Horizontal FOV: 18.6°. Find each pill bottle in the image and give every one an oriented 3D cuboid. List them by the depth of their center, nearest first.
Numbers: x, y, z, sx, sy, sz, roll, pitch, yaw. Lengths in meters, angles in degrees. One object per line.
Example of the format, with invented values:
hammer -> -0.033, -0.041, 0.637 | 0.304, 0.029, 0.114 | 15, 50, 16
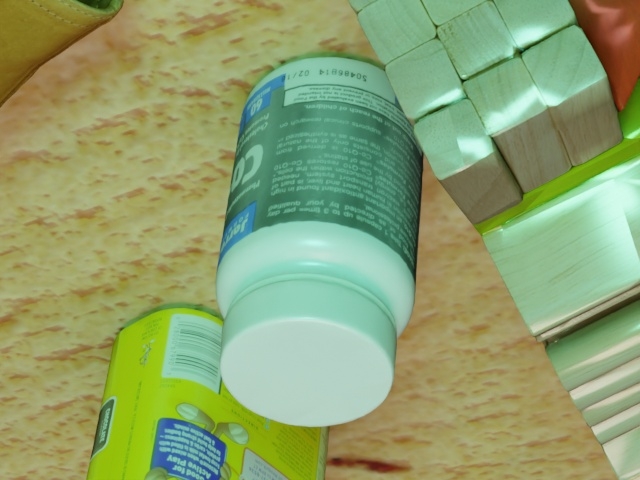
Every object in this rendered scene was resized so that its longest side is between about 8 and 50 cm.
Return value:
pill bottle -> 0.000, 0.000, 0.765 | 0.078, 0.137, 0.078 | 3, 137, 3

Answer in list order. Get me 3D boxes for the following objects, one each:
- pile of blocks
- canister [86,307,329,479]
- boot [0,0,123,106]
pile of blocks -> 0.117, -0.021, 0.753 | 0.113, 0.149, 0.362 | -27, 140, 6
canister -> -0.053, 0.129, 0.885 | 0.073, 0.170, 0.126 | -28, 127, 31
boot -> -0.233, -0.126, 0.698 | 0.211, 0.104, 0.295 | -33, 130, 28
